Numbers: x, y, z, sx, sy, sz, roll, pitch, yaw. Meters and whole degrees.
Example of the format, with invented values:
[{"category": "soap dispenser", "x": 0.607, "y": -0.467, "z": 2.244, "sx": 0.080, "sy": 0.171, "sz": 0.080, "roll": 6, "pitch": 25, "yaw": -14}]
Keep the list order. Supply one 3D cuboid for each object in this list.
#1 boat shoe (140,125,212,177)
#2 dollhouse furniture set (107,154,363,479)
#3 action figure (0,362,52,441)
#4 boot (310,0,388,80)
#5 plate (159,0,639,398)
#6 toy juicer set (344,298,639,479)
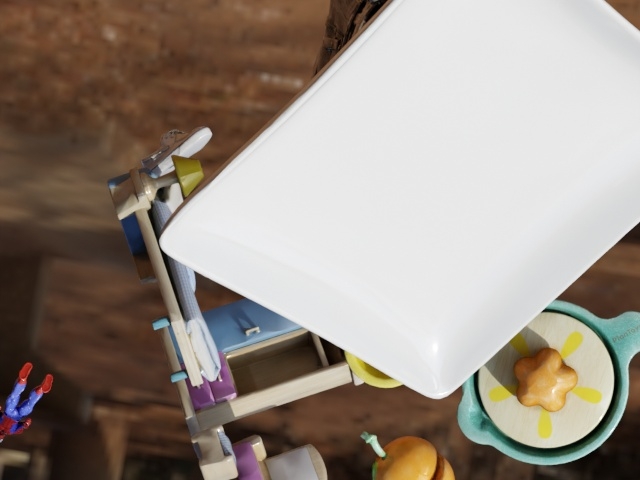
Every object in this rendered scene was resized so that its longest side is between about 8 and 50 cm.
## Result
[{"category": "boat shoe", "x": -0.154, "y": -0.098, "z": 1.953, "sx": 0.100, "sy": 0.035, "sz": 0.035, "roll": -36, "pitch": 172, "yaw": 41}, {"category": "dollhouse furniture set", "x": -0.069, "y": 0.084, "z": 1.918, "sx": 0.198, "sy": 0.286, "sz": 0.303, "roll": -19, "pitch": 144, "yaw": -5}, {"category": "action figure", "x": -0.281, "y": 0.156, "z": 1.719, "sx": 0.038, "sy": 0.030, "sz": 0.115, "roll": 27, "pitch": 139, "yaw": -10}, {"category": "boot", "x": 0.051, "y": -0.190, "z": 1.504, "sx": 0.091, "sy": 0.263, "sz": 0.229, "roll": 8, "pitch": -173, "yaw": -5}, {"category": "plate", "x": 0.080, "y": -0.047, "z": 1.131, "sx": 0.278, "sy": 0.277, "sz": 0.045, "roll": 30, "pitch": -157, "yaw": -41}, {"category": "toy juicer set", "x": 0.186, "y": 0.151, "z": 1.518, "sx": 0.329, "sy": 0.209, "sz": 0.089, "roll": -3, "pitch": 178, "yaw": 10}]
